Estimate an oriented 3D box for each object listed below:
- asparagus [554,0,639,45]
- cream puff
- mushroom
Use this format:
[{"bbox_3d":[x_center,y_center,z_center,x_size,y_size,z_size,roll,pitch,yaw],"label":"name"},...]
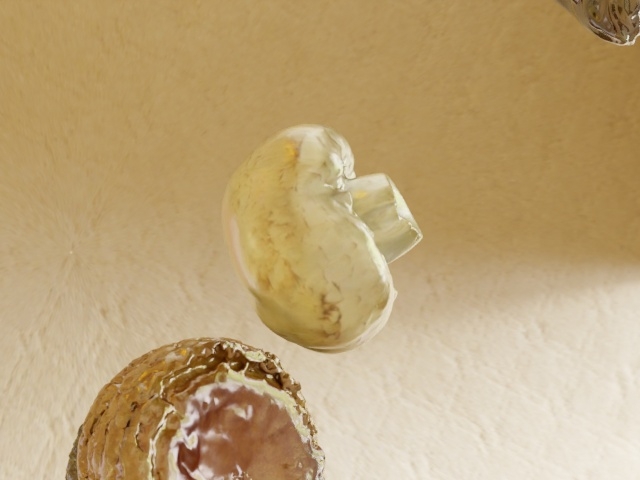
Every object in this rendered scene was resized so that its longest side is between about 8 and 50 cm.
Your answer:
[{"bbox_3d":[0.139,-0.170,0.602,0.080,0.287,0.080,3,125,5],"label":"asparagus"},{"bbox_3d":[-0.106,0.166,0.801,0.183,0.169,0.183,18,64,-42],"label":"cream puff"},{"bbox_3d":[0.000,0.000,0.719,0.112,0.148,0.148,-28,95,7],"label":"mushroom"}]
